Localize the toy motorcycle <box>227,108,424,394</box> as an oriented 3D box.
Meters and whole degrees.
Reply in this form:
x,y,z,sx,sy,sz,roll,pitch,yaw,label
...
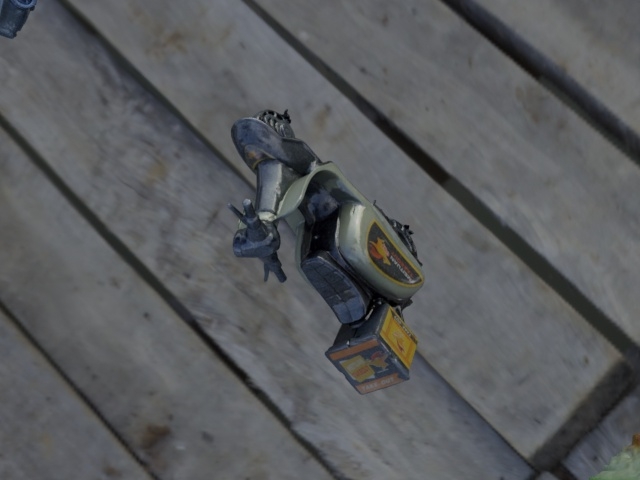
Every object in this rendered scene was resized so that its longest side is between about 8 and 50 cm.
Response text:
x,y,z,sx,sy,sz,roll,pitch,yaw,label
0.000,0.000,1.155,0.091,0.263,0.157,-24,29,34,toy motorcycle

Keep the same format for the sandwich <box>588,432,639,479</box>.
x,y,z,sx,sy,sz,roll,pitch,yaw,label
0.212,0.100,0.577,0.109,0.185,0.160,46,52,-18,sandwich

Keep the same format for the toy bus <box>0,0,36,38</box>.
x,y,z,sx,sy,sz,roll,pitch,yaw,label
-0.226,-0.224,0.919,0.065,0.166,0.047,18,44,-9,toy bus
